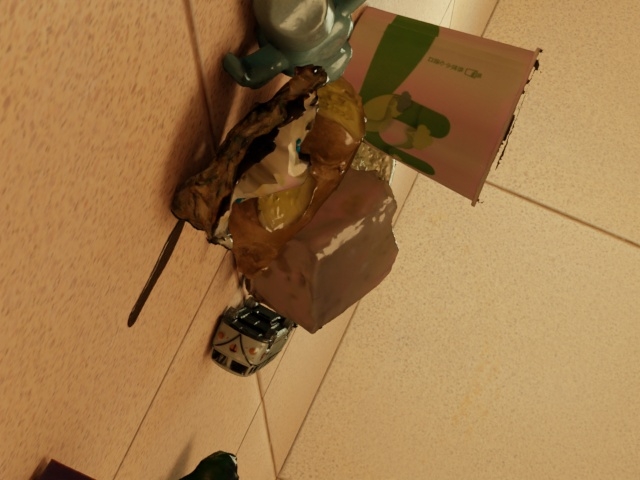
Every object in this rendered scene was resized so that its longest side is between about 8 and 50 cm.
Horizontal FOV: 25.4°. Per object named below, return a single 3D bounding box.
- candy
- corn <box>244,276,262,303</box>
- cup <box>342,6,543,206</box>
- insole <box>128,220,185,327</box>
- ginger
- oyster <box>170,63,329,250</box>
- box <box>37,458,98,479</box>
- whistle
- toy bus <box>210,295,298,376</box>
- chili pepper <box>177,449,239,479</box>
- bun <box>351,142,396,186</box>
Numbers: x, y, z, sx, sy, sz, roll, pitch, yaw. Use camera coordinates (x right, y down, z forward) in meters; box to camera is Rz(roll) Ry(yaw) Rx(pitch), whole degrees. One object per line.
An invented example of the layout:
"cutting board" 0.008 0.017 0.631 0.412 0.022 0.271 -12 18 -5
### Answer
"candy" 0.000 0.000 1.894 0.195 0.137 0.185 -37 143 -33
"corn" -0.053 -0.001 2.015 0.068 0.068 0.207 -46 159 -70
"cup" 0.162 -0.214 2.100 0.253 0.274 0.253 24 90 -84
"insole" -0.174 0.033 1.516 0.045 0.002 0.135 92 23 -70
"ginger" -0.045 -0.081 1.668 0.270 0.123 0.219 -50 -164 25
"oyster" -0.068 -0.085 1.471 0.198 0.092 0.259 -50 173 -17
"box" -0.180 0.447 1.397 0.257 0.349 0.318 99 18 -62
"whistle" -0.022 -0.228 1.472 0.186 0.093 0.274 -40 169 0
"toy bus" -0.101 0.143 2.058 0.089 0.087 0.194 -64 172 10
"chili pepper" -0.199 0.432 2.218 0.264 0.116 0.148 106 -1 -49
"bun" 0.056 -0.096 2.309 0.237 0.116 0.210 49 64 -83
